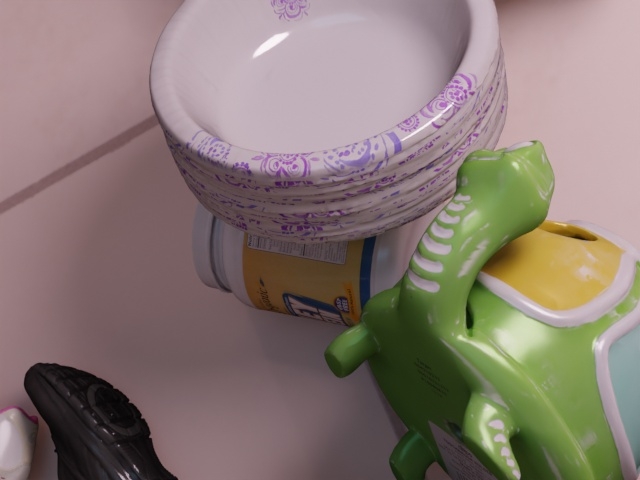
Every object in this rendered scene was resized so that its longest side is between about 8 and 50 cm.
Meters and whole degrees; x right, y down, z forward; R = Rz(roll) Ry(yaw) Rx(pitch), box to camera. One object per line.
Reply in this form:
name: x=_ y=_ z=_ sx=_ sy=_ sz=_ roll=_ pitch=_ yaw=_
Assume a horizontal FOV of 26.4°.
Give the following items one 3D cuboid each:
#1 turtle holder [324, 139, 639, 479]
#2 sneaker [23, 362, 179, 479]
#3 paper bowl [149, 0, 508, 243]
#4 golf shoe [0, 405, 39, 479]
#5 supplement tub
turtle holder: x=0.148 y=0.077 z=1.092 sx=0.227 sy=0.243 sz=0.320 roll=-40 pitch=106 yaw=-18
sneaker: x=-0.203 y=0.236 z=1.289 sx=0.130 sy=0.109 sz=0.286 roll=-47 pitch=67 yaw=11
paper bowl: x=0.012 y=-0.115 z=1.131 sx=0.284 sy=0.148 sz=0.284 roll=-8 pitch=51 yaw=9
golf shoe: x=-0.418 y=0.184 z=1.384 sx=0.306 sy=0.115 sz=0.140 roll=22 pitch=78 yaw=16
supplement tub: x=0.000 y=0.000 z=1.234 sx=0.200 sy=0.144 sz=0.144 roll=10 pitch=83 yaw=22
